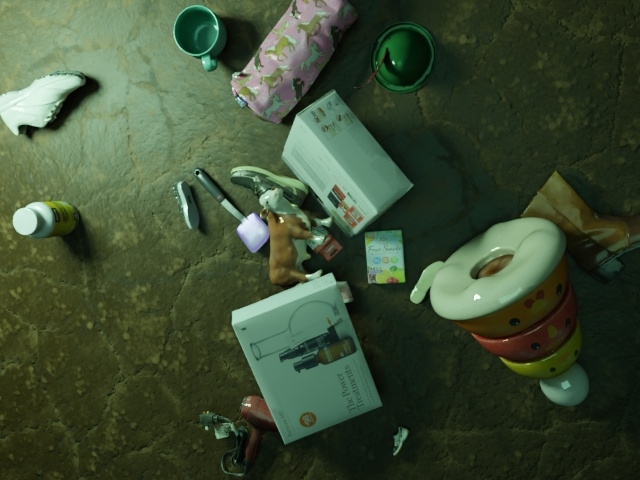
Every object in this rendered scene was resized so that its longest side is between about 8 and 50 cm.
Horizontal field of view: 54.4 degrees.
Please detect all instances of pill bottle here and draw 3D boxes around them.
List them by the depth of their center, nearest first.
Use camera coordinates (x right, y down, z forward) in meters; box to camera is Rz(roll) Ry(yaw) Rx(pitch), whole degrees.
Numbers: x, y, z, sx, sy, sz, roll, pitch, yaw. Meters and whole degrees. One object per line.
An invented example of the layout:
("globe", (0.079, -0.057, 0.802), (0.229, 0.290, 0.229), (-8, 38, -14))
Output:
("pill bottle", (-0.785, -0.059, 1.780), (0.103, 0.184, 0.103), (1, 96, 11))

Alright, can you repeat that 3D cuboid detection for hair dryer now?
("hair dryer", (-0.181, 0.547, 1.786), (0.293, 0.080, 0.224), (-17, 108, 17))

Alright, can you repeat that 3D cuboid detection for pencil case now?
("pencil case", (-0.071, -0.492, 1.619), (0.386, 0.167, 0.160), (-51, 49, 11))

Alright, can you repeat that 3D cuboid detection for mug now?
("mug", (-0.323, -0.546, 1.691), (0.129, 0.097, 0.158), (17, 99, 9))

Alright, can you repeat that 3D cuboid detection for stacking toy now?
("stacking toy", (0.528, 0.214, 1.526), (0.350, 0.351, 0.480), (-34, 105, 12))

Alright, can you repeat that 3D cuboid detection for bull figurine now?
("bull figurine", (-0.069, -0.001, 1.651), (0.188, 0.101, 0.311), (13, 124, 17))

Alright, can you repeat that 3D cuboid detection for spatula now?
("spatula", (-0.256, -0.097, 1.751), (0.084, 0.030, 0.296), (-44, 85, 10))

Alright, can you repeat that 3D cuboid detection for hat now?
("hat", (0.197, -0.460, 1.551), (0.172, 0.183, 0.209), (10, 97, 10))

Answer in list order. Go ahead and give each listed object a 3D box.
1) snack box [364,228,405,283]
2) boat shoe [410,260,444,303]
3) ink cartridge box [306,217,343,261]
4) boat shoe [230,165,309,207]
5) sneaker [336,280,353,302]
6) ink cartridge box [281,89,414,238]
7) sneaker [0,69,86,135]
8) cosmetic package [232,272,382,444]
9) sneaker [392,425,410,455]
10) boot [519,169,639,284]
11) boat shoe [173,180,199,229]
("snack box", (0.175, 0.044, 1.675), (0.100, 0.037, 0.141), (-3, 94, 10))
("boat shoe", (0.289, 0.112, 1.658), (0.049, 0.042, 0.133), (39, 102, 26))
("ink cartridge box", (0.000, 0.000, 1.709), (0.115, 0.029, 0.063), (46, 102, 5))
("boat shoe", (-0.145, -0.142, 1.691), (0.223, 0.080, 0.074), (14, 62, 6))
("sneaker", (0.019, 0.146, 1.709), (0.134, 0.051, 0.070), (-12, 91, 9))
("ink cartridge box", (0.055, -0.183, 1.608), (0.130, 0.272, 0.309), (-38, 87, -19))
("sneaker", (-0.799, -0.405, 1.809), (0.296, 0.111, 0.129), (-20, 107, 16))
("cosmetic package", (-0.032, 0.311, 1.631), (0.284, 0.097, 0.378), (-21, 107, 0))
("sneaker", (0.215, 0.552, 1.719), (0.036, 0.032, 0.083), (27, 95, 22))
("boot", (0.689, -0.074, 1.556), (0.280, 0.096, 0.264), (44, 109, 12))
("boat shoe", (-0.384, -0.097, 1.772), (0.040, 0.049, 0.142), (-14, 91, 31))
